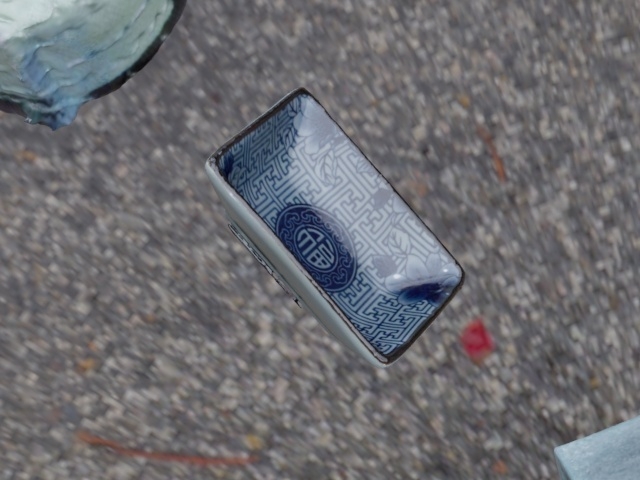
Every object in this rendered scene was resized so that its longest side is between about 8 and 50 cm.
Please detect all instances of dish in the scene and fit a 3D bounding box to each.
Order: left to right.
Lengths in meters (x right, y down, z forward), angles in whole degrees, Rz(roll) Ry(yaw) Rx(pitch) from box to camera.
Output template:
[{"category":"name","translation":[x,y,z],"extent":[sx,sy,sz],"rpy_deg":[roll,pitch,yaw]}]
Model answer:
[{"category":"dish","translation":[0.000,0.000,1.647],"extent":[0.243,0.182,0.080],"rpy_deg":[49,130,-2]}]

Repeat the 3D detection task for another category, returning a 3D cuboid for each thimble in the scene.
[{"category":"thimble","translation":[-0.225,-0.216,1.432],"extent":[0.237,0.150,0.237],"rpy_deg":[-7,62,14]}]

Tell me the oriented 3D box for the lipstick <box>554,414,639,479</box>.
[{"category":"lipstick","translation":[0.311,0.118,1.157],"extent":[0.317,0.066,0.068],"rpy_deg":[-20,35,-3]}]
